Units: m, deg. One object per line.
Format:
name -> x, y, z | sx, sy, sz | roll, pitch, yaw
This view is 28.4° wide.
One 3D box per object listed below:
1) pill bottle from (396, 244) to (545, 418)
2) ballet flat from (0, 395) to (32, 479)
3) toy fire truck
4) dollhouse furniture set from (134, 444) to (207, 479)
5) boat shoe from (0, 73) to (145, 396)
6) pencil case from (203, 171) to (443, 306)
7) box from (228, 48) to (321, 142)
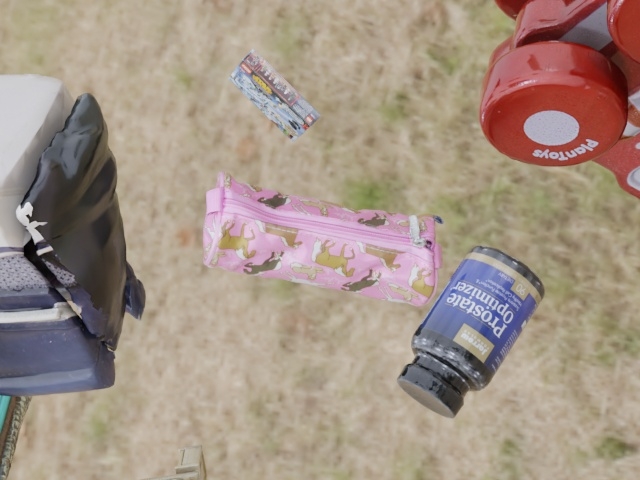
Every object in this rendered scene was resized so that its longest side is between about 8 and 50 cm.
pill bottle -> 0.200, 0.126, 1.714 | 0.219, 0.123, 0.123 | -55, 28, -15
ballet flat -> -0.347, 0.281, 1.071 | 0.483, 0.164, 0.182 | -85, 9, -51
toy fire truck -> 0.265, -0.142, 0.871 | 0.302, 0.254, 0.169 | -37, 36, 47
dollhouse furniture set -> -0.177, 0.352, 1.450 | 0.182, 0.101, 0.161 | -97, -2, -74
boat shoe -> -0.252, 0.006, 0.641 | 0.158, 0.341, 0.127 | 76, -154, -44
pencil case -> 0.000, 0.000, 2.009 | 0.160, 0.386, 0.167 | -93, 15, -61
box -> -0.067, -0.209, 1.835 | 0.027, 0.137, 0.094 | -47, 6, -18
